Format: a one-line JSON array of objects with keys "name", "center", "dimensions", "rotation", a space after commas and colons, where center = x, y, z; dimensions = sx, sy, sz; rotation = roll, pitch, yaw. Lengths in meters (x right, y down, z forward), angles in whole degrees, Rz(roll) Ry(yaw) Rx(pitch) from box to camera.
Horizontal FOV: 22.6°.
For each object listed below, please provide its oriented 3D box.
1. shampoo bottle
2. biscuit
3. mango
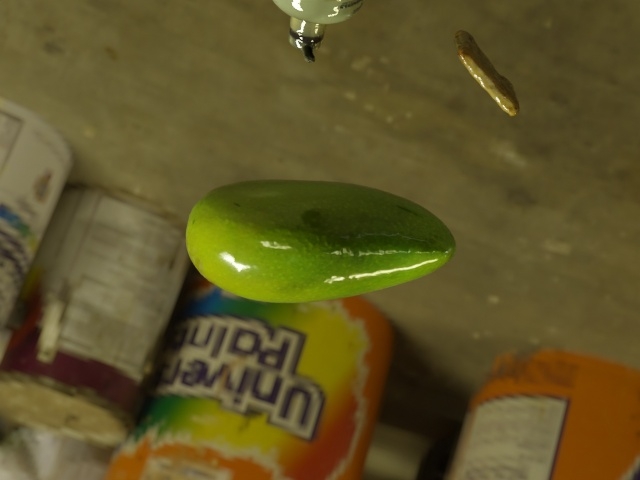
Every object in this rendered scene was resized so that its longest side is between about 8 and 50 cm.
[{"name": "shampoo bottle", "center": [0.002, -0.218, 1.237], "dimensions": [0.079, 0.079, 0.162], "rotation": [17, 129, 4]}, {"name": "biscuit", "center": [0.153, -0.155, 1.476], "dimensions": [0.018, 0.083, 0.081], "rotation": [-39, 103, 15]}, {"name": "mango", "center": [0.000, 0.000, 2.027], "dimensions": [0.343, 0.156, 0.192], "rotation": [0, -165, 3]}]
